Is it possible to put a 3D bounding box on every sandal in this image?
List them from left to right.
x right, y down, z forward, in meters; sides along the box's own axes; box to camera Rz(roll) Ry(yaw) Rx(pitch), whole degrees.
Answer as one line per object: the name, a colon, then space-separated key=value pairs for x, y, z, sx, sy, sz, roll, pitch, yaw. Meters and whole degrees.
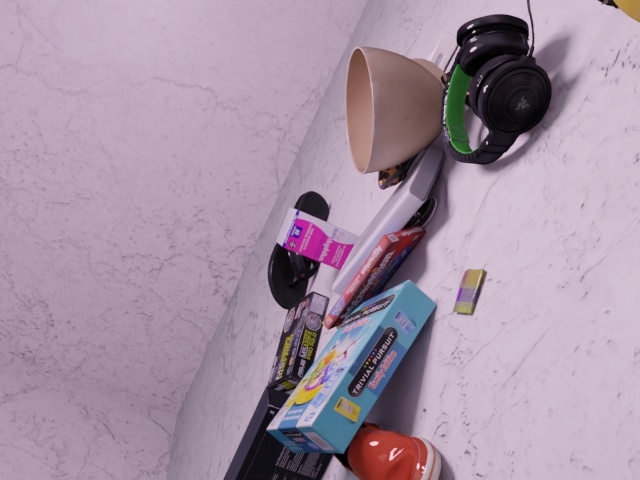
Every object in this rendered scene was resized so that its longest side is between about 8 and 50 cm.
sandal: x=-0.063 y=0.017 z=2.006 sx=0.107 sy=0.167 sz=0.446 roll=-17 pitch=50 yaw=49

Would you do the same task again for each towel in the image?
towel: x=0.259 y=0.087 z=1.021 sx=0.083 sy=0.009 sz=0.060 roll=-71 pitch=15 yaw=-9

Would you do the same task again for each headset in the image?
headset: x=0.351 y=-0.305 z=1.056 sx=0.394 sy=0.185 sz=0.243 roll=116 pitch=153 yaw=-55

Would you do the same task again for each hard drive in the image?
hard drive: x=0.158 y=-0.043 z=1.391 sx=0.353 sy=0.047 sz=0.233 roll=-55 pitch=1 yaw=41

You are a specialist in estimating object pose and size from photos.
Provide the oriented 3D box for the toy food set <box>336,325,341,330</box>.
toy food set: x=0.054 y=0.200 z=1.505 sx=0.122 sy=0.019 sz=0.078 roll=-79 pitch=-21 yaw=-52

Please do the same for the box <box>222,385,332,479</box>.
box: x=-0.090 y=0.489 z=1.324 sx=0.261 sy=0.184 sz=0.103 roll=-65 pitch=15 yaw=7

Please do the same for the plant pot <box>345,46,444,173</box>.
plant pot: x=0.178 y=-0.303 z=1.355 sx=0.284 sy=0.191 sz=0.284 roll=175 pitch=90 yaw=-81

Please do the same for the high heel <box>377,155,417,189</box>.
high heel: x=0.157 y=-0.192 z=1.546 sx=0.186 sy=0.093 sz=0.261 roll=-50 pitch=16 yaw=-20

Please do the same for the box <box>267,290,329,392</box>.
box: x=-0.070 y=0.309 z=1.767 sx=0.216 sy=0.060 sz=0.270 roll=-41 pitch=30 yaw=59

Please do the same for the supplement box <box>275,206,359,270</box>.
supplement box: x=0.000 y=0.000 z=1.661 sx=0.111 sy=0.220 sz=0.114 roll=-68 pitch=16 yaw=2

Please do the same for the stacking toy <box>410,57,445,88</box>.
stacking toy: x=0.210 y=-0.337 z=1.602 sx=0.330 sy=0.141 sz=0.141 roll=128 pitch=159 yaw=-56

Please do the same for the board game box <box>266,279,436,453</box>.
board game box: x=0.056 y=0.249 z=1.145 sx=0.336 sy=0.079 sz=0.254 roll=-51 pitch=6 yaw=-29

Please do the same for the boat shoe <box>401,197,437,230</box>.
boat shoe: x=0.216 y=-0.050 z=1.320 sx=0.125 sy=0.038 sz=0.046 roll=-56 pitch=18 yaw=38

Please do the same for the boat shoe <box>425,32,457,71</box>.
boat shoe: x=0.305 y=-0.476 z=1.597 sx=0.063 sy=0.066 sz=0.184 roll=-66 pitch=1 yaw=-72

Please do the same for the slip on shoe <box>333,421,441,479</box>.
slip on shoe: x=0.098 y=0.370 z=0.994 sx=0.123 sy=0.101 sz=0.331 roll=-69 pitch=15 yaw=-11

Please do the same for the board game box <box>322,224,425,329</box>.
board game box: x=0.117 y=0.085 z=1.318 sx=0.027 sy=0.145 sz=0.281 roll=48 pitch=126 yaw=23

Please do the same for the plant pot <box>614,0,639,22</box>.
plant pot: x=0.436 y=-0.351 z=0.623 sx=0.239 sy=0.254 sz=0.254 roll=91 pitch=-159 yaw=-85

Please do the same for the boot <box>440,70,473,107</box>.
boot: x=0.349 y=-0.366 z=1.276 sx=0.137 sy=0.077 sz=0.198 roll=-56 pitch=31 yaw=22
